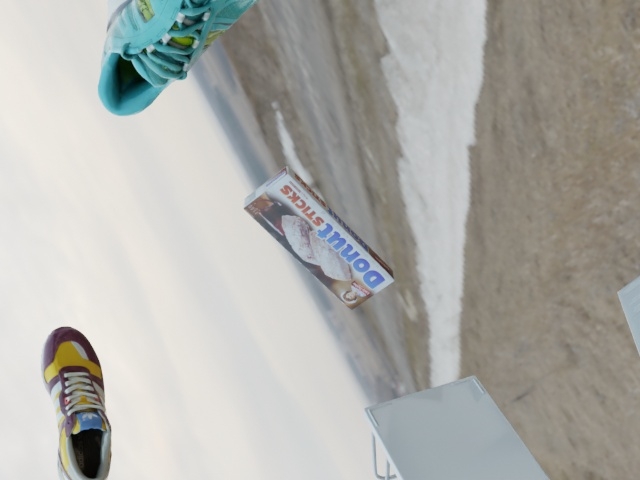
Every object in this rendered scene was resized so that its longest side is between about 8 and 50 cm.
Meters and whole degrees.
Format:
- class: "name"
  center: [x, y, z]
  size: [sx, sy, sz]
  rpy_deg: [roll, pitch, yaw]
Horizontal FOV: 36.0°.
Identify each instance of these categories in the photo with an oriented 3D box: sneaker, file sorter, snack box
- class: "sneaker"
  center: [-0.260, 0.181, 1.078]
  size: [0.084, 0.070, 0.185]
  rpy_deg: [-27, 74, 60]
- class: "file sorter"
  center: [0.206, 0.377, 1.491]
  size: [0.277, 0.193, 0.173]
  rpy_deg: [-122, 23, -51]
- class: "snack box"
  center: [0.000, 0.000, 1.061]
  size: [0.178, 0.064, 0.022]
  rpy_deg: [44, -159, -25]
- class: "sneaker"
  center: [-0.108, -0.177, 0.786]
  size: [0.107, 0.109, 0.275]
  rpy_deg: [23, 155, -21]

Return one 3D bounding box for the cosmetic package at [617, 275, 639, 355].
- class: "cosmetic package"
  center: [0.553, 0.144, 1.496]
  size: [0.107, 0.127, 0.238]
  rpy_deg: [30, -145, -28]
